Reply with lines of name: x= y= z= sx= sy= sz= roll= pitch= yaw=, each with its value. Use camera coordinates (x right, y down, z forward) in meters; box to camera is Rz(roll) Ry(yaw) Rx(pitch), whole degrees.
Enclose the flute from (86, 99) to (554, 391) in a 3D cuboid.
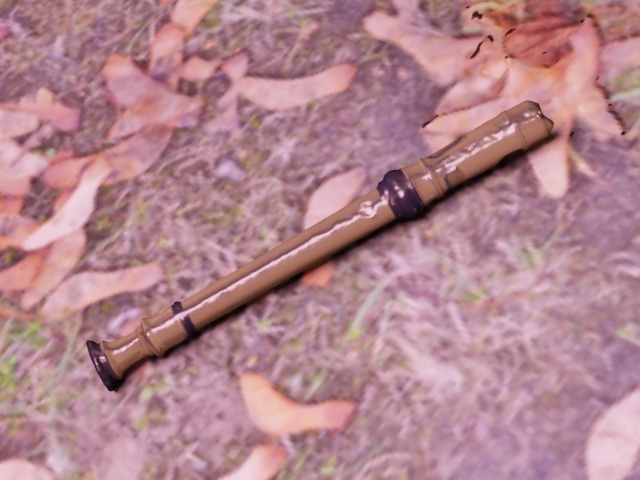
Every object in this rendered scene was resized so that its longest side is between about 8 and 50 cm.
flute: x=0.000 y=0.000 z=0.787 sx=0.233 sy=0.027 sz=0.027 roll=-30 pitch=50 yaw=2
